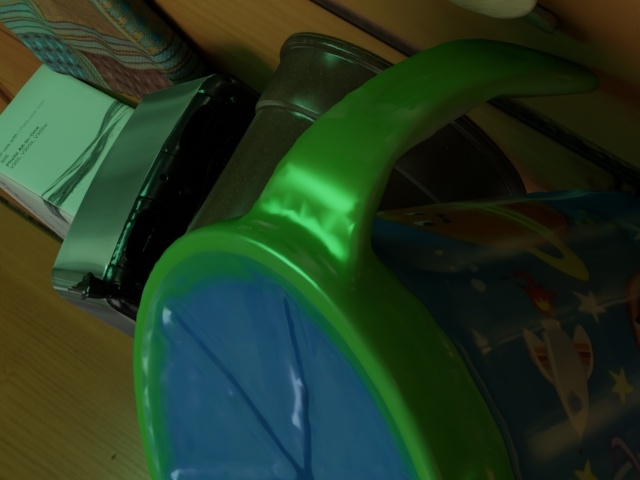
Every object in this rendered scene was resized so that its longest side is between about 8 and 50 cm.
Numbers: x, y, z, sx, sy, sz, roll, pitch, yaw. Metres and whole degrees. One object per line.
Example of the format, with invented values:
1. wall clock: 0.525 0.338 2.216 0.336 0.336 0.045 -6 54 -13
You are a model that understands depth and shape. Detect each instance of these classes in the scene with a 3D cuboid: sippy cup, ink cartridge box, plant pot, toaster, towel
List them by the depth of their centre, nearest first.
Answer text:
1. sippy cup: 0.068 0.079 0.580 0.240 0.224 0.305 60 144 19
2. plant pot: 0.000 0.000 0.721 0.167 0.165 0.167 34 168 8
3. toaster: -0.068 -0.002 0.829 0.186 0.168 0.110 33 163 -29
4. towel: -0.237 -0.211 0.871 0.271 0.040 0.370 24 164 49
5. ink cartridge box: -0.151 -0.022 1.188 0.289 0.121 0.211 29 167 32

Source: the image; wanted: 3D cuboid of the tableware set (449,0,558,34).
1. tableware set: 0.003 -0.134 0.474 0.194 0.039 0.128 32 169 16
